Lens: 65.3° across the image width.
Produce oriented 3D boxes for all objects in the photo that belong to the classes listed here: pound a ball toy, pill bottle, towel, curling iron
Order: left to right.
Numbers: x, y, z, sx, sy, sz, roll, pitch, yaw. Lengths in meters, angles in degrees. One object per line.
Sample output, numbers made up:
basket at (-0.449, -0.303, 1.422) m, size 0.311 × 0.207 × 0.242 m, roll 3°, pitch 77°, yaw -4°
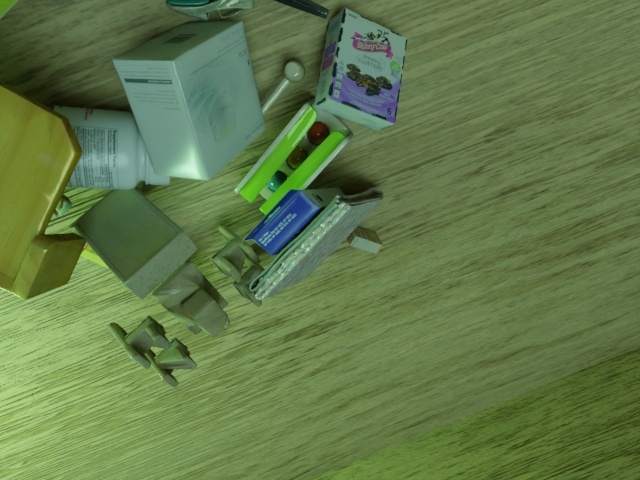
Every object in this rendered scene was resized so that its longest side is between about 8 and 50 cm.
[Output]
pill bottle at (-0.452, -0.185, 1.011) m, size 0.283 × 0.160 × 0.160 m, roll 1°, pitch 127°, yaw -20°
curling iron at (-0.112, -0.472, 0.915) m, size 0.274 × 0.068 × 0.035 m, roll 24°, pitch 94°, yaw -12°
pound a ball toy at (-0.075, -0.226, 1.148) m, size 0.208 × 0.136 × 0.319 m, roll 41°, pitch 113°, yaw -7°
towel at (0.000, 0.000, 1.239) m, size 0.332 × 0.053 × 0.317 m, roll -45°, pitch 171°, yaw 20°

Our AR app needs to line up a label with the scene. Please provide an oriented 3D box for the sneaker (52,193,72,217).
sneaker at (-0.640, -0.113, 1.058) m, size 0.214 × 0.083 × 0.084 m, roll 21°, pitch 126°, yaw -33°

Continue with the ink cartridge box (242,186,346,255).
ink cartridge box at (-0.042, -0.049, 1.190) m, size 0.165 × 0.065 × 0.332 m, roll -44°, pitch 170°, yaw 19°

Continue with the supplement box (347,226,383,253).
supplement box at (0.122, -0.005, 1.417) m, size 0.098 × 0.062 × 0.036 m, roll 17°, pitch 122°, yaw -30°

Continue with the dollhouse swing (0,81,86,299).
dollhouse swing at (-0.584, -0.117, 0.891) m, size 0.346 × 0.315 × 0.305 m, roll 29°, pitch 88°, yaw -10°

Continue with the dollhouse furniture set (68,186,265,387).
dollhouse furniture set at (-0.364, 0.081, 1.200) m, size 0.362 × 0.256 × 0.394 m, roll -44°, pitch 146°, yaw -14°

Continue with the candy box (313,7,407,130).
candy box at (0.086, -0.354, 1.046) m, size 0.164 × 0.070 × 0.196 m, roll 13°, pitch 82°, yaw -27°

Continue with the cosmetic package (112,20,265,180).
cosmetic package at (-0.231, -0.268, 0.946) m, size 0.138 × 0.224 × 0.225 m, roll 10°, pitch 131°, yaw 22°

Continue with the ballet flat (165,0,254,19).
ballet flat at (-0.206, -0.447, 0.953) m, size 0.168 × 0.057 × 0.052 m, roll -14°, pitch 141°, yaw -8°

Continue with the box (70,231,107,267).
box at (-0.494, 0.029, 1.237) m, size 0.087 × 0.058 × 0.232 m, roll -42°, pitch 128°, yaw 17°

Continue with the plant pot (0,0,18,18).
plant pot at (-0.521, -0.461, 0.727) m, size 0.228 × 0.227 × 0.207 m, roll -36°, pitch 136°, yaw 11°
